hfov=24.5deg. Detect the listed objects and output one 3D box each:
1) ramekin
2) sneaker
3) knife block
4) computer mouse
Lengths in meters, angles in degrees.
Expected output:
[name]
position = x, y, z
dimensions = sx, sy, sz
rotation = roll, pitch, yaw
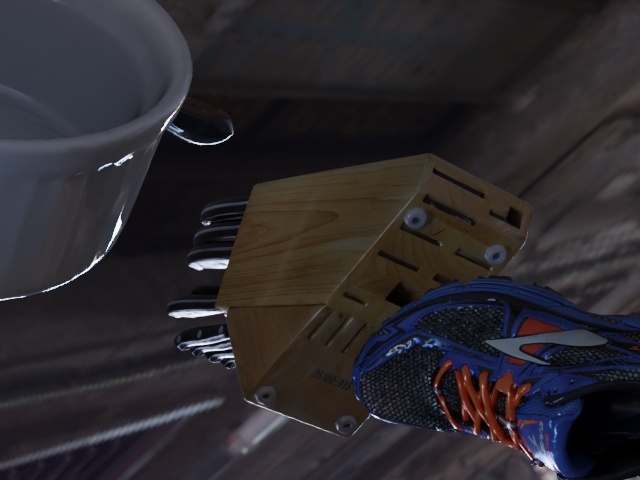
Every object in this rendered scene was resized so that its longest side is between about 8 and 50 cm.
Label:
[ramekin]
position = -0.231, -0.086, 0.929
dimensions = 0.277, 0.135, 0.277
rotation = 14, -146, -10
[sneaker]
position = 0.111, 0.072, 0.712
dimensions = 0.087, 0.221, 0.083
rotation = -51, -48, -48
[knife block]
position = 0.000, 0.000, 1.015
dimensions = 0.088, 0.275, 0.242
rotation = 24, -151, -29
[computer mouse]
position = -0.206, -0.152, 1.586
dimensions = 0.242, 0.041, 0.071
rotation = 22, -162, 11
